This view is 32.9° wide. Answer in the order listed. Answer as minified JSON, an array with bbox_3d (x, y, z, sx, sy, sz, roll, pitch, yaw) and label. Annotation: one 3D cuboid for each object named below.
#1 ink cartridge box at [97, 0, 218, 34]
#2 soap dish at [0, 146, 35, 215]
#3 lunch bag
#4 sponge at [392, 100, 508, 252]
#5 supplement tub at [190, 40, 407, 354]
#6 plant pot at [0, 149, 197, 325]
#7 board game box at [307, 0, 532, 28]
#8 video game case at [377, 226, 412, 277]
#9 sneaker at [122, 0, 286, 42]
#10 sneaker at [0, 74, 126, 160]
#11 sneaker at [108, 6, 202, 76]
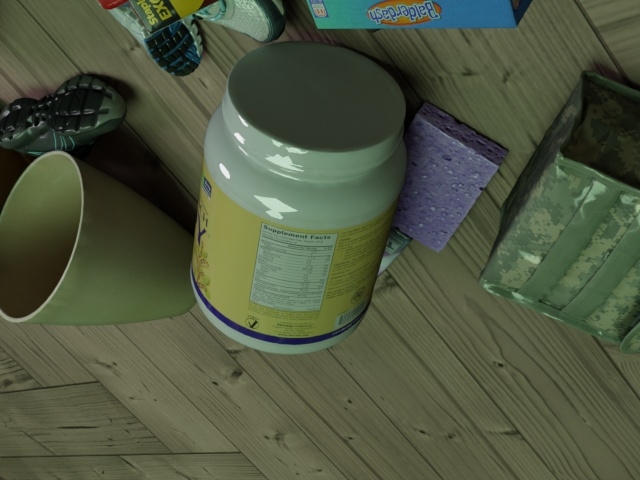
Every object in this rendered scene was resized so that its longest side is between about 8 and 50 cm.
[{"bbox_3d":[-0.184,-0.376,1.049,0.272,0.130,0.309,-23,123,15],"label":"ink cartridge box"},{"bbox_3d":[-0.565,-0.080,1.703,0.118,0.291,0.229,-12,127,27],"label":"soap dish"},{"bbox_3d":[0.349,-0.004,1.155,0.287,0.169,0.235,24,142,1],"label":"lunch bag"},{"bbox_3d":[0.140,-0.073,1.352,0.117,0.031,0.210,31,146,3],"label":"sponge"},{"bbox_3d":[-0.029,-0.048,1.315,0.241,0.241,0.331,24,135,13],"label":"supplement tub"},{"bbox_3d":[-0.315,0.025,1.648,0.274,0.256,0.256,19,160,-40],"label":"plant pot"},{"bbox_3d":[0.112,-0.264,1.026,0.210,0.160,0.047,8,139,33],"label":"board game box"},{"bbox_3d":[0.000,0.000,1.562,0.196,0.026,0.274,34,145,-2],"label":"video game case"},{"bbox_3d":[-0.175,-0.296,1.249,0.283,0.122,0.110,31,147,3],"label":"sneaker"},{"bbox_3d":[-0.367,-0.174,1.606,0.267,0.101,0.106,-3,154,40],"label":"sneaker"},{"bbox_3d":[-0.223,-0.287,1.366,0.190,0.071,0.083,48,173,-29],"label":"sneaker"}]
